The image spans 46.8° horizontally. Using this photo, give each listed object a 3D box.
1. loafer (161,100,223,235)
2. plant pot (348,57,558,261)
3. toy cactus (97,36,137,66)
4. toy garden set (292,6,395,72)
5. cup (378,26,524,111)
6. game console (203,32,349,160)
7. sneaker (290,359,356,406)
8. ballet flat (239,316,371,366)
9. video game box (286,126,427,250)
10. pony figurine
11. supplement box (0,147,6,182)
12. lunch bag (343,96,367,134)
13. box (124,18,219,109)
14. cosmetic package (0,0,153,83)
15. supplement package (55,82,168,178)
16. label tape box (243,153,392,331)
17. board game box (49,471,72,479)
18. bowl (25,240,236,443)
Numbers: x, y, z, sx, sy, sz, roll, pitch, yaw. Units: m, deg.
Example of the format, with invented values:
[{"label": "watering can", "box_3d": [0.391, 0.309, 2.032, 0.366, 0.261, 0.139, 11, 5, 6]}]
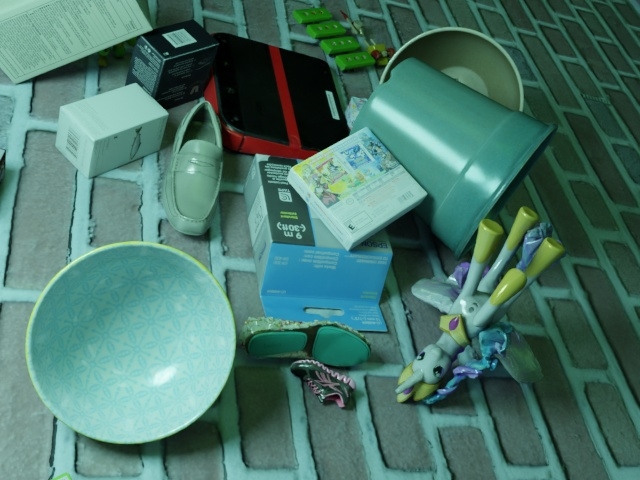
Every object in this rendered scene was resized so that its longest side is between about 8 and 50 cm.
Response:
[{"label": "loafer", "box_3d": [-0.245, -0.147, 1.442, 0.112, 0.111, 0.319, 9, 46, -19]}, {"label": "plant pot", "box_3d": [0.259, -0.192, 1.558, 0.334, 0.341, 0.341, 38, 44, 13]}, {"label": "toy cactus", "box_3d": [-0.462, -0.492, 1.623, 0.112, 0.180, 0.219, 9, 38, 9]}, {"label": "toy garden set", "box_3d": [0.067, -0.545, 2.020, 0.204, 0.049, 0.244, -18, 59, -35]}, {"label": "cup", "box_3d": [0.320, -0.338, 1.789, 0.331, 0.331, 0.237, 33, 18, 6]}, {"label": "game console", "box_3d": [-0.105, -0.330, 1.735, 0.342, 0.060, 0.386, 10, 47, -26]}, {"label": "sneaker", "box_3d": [0.001, 0.244, 1.251, 0.119, 0.047, 0.057, 24, 55, -2]}, {"label": "ballet flat", "box_3d": [-0.027, 0.165, 1.285, 0.241, 0.091, 0.077, 11, 20, -23]}, {"label": "video game box", "box_3d": [0.070, -0.103, 1.412, 0.205, 0.048, 0.187, -32, 77, -30]}, {"label": "pony figurine", "box_3d": [0.291, 0.120, 1.337, 0.303, 0.363, 0.351, 39, 28, 22]}, {"label": "supplement box", "box_3d": [-0.671, -0.123, 1.239, 0.239, 0.073, 0.130, 15, 44, -14]}, {"label": "lunch bag", "box_3d": [0.090, -0.292, 1.773, 0.053, 0.071, 0.083, 1, 50, -27]}, {"label": "box", "box_3d": [-0.320, -0.371, 1.581, 0.093, 0.158, 0.156, 45, 45, 14]}, {"label": "cosmetic package", "box_3d": [-0.508, -0.449, 1.457, 0.309, 0.160, 0.113, -20, 52, 3]}, {"label": "supplement package", "box_3d": [-0.403, -0.215, 1.434, 0.105, 0.105, 0.179, 43, 46, 16]}, {"label": "label tape box", "box_3d": [0.000, 0.000, 1.426, 0.249, 0.115, 0.347, 6, 46, -22]}, {"label": "board game box", "box_3d": [-0.408, 0.398, 0.907, 0.259, 0.039, 0.124, -18, 59, -40]}, {"label": "bowl", "box_3d": [-0.276, 0.138, 1.104, 0.289, 0.289, 0.156, 14, 2, -14]}]
